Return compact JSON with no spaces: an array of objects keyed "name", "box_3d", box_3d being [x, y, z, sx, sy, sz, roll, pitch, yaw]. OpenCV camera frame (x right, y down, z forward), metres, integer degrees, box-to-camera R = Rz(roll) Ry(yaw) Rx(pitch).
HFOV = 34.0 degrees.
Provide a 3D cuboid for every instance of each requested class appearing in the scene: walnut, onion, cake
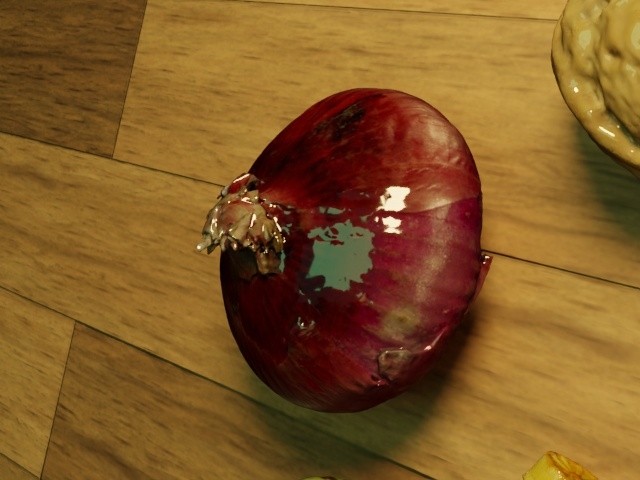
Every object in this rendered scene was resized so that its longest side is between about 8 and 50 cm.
[{"name":"walnut","box_3d":[0.300,-0.149,0.892,0.198,0.198,0.245,-39,63,31]},{"name":"onion","box_3d":[0.000,0.000,1.083,0.347,0.285,0.348,-22,61,47]},{"name":"cake","box_3d":[0.230,0.234,0.968,0.084,0.084,0.044,43,103,38]}]

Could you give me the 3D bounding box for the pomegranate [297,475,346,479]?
[{"name":"pomegranate","box_3d":[-0.022,0.345,1.016,0.214,0.248,0.214,-2,87,42]}]
